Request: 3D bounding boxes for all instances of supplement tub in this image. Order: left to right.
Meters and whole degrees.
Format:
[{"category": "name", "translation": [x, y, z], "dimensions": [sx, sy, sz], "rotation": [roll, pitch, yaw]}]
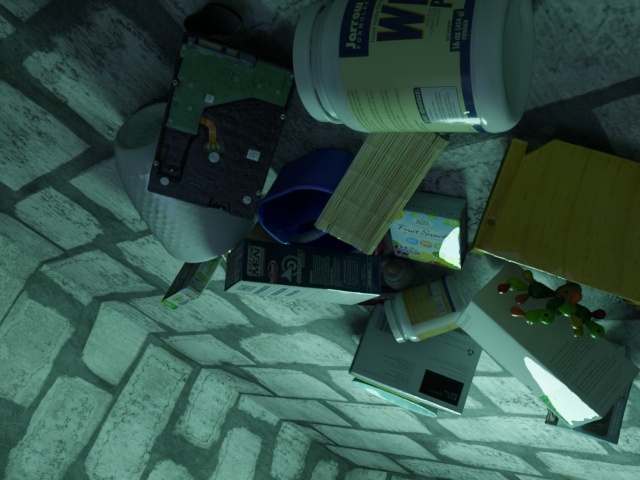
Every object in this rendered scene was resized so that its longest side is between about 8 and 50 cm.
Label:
[{"category": "supplement tub", "translation": [0.145, -0.285, 0.981], "dimensions": [0.325, 0.235, 0.235], "rotation": [5, 146, 30]}, {"category": "supplement tub", "translation": [0.285, 0.186, 1.689], "dimensions": [0.200, 0.144, 0.144], "rotation": [-20, 136, 13]}]

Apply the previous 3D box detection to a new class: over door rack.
[{"category": "over door rack", "translation": [0.679, 0.223, 1.569], "dimensions": [0.239, 0.108, 0.324], "rotation": [16, 150, 12]}]

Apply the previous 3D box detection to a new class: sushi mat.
[{"category": "sushi mat", "translation": [0.123, -0.119, 1.321], "dimensions": [0.151, 0.019, 0.316], "rotation": [26, 118, -11]}]

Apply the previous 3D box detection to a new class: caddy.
[{"category": "caddy", "translation": [-0.001, -0.068, 1.513], "dimensions": [0.241, 0.179, 0.341], "rotation": [40, 148, -25]}]

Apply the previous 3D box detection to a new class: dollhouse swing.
[{"category": "dollhouse swing", "translation": [0.515, -0.044, 1.294], "dimensions": [0.347, 0.305, 0.315], "rotation": [19, 109, 11]}]

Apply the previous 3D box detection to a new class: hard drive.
[{"category": "hard drive", "translation": [-0.202, -0.227, 1.292], "dimensions": [0.237, 0.064, 0.339], "rotation": [15, 117, -10]}]

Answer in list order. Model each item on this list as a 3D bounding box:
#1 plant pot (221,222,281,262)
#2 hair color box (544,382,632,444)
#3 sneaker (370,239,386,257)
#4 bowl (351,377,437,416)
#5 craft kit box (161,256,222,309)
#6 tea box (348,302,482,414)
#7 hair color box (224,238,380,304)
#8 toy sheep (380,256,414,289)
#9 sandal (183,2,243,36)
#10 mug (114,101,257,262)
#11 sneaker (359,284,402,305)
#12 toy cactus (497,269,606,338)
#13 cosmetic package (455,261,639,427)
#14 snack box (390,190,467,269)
[{"category": "plant pot", "translation": [-0.170, 0.024, 1.861], "dimensions": [0.237, 0.110, 0.237], "rotation": [17, 151, 10]}, {"category": "hair color box", "translation": [0.713, 0.430, 1.695], "dimensions": [0.113, 0.185, 0.374], "rotation": [17, 169, 13]}, {"category": "sneaker", "translation": [0.140, 0.011, 1.690], "dimensions": [0.057, 0.047, 0.119], "rotation": [31, 155, 30]}, {"category": "bowl", "translation": [0.283, 0.479, 2.197], "dimensions": [0.311, 0.163, 0.311], "rotation": [23, 164, 7]}, {"category": "craft kit box", "translation": [-0.381, 0.084, 1.974], "dimensions": [0.061, 0.250, 0.246], "rotation": [38, 148, -21]}, {"category": "tea box", "translation": [0.274, 0.361, 1.903], "dimensions": [0.329, 0.220, 0.323], "rotation": [21, 167, 4]}, {"category": "hair color box", "translation": [-0.045, 0.082, 1.542], "dimensions": [0.347, 0.105, 0.174], "rotation": [7, 164, -20]}, {"category": "toy sheep", "translation": [0.214, 0.092, 1.723], "dimensions": [0.091, 0.091, 0.132], "rotation": [1, 158, 36]}, {"category": "sandal", "translation": [-0.206, -0.429, 1.217], "dimensions": [0.179, 0.040, 0.067], "rotation": [12, 147, 50]}, {"category": "mug", "translation": [-0.362, -0.175, 1.550], "dimensions": [0.374, 0.276, 0.328], "rotation": [37, 162, 42]}, {"category": "sneaker", "translation": [0.094, 0.125, 1.848], "dimensions": [0.299, 0.112, 0.121], "rotation": [9, 167, 0]}, {"category": "toy cactus", "translation": [0.499, 0.121, 1.322], "dimensions": [0.219, 0.180, 0.112], "rotation": [20, 118, 35]}, {"category": "cosmetic package", "translation": [0.515, 0.241, 1.469], "dimensions": [0.365, 0.155, 0.197], "rotation": [42, 163, 17]}, {"category": "snack box", "translation": [0.257, -0.026, 1.504], "dimensions": [0.174, 0.070, 0.207], "rotation": [12, 147, 22]}]
